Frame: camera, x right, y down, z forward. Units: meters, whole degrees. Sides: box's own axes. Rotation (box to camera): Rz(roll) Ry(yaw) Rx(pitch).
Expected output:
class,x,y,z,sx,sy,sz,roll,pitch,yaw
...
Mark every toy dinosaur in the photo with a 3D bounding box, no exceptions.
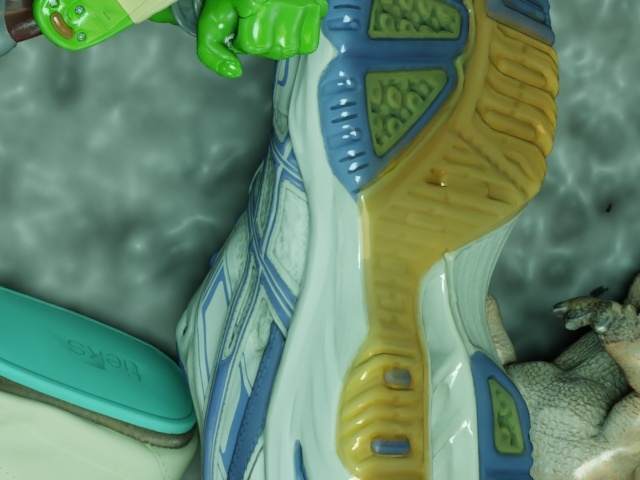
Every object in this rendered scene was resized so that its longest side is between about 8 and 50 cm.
class,x,y,z,sx,sy,sz,roll,pitch,yaw
toy dinosaur,0.125,0.084,0.749,0.295,0.127,0.200,-24,116,-16

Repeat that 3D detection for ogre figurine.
class,x,y,z,sx,sy,sz,roll,pitch,yaw
ogre figurine,-0.111,-0.089,0.591,0.197,0.118,0.097,-16,110,-17

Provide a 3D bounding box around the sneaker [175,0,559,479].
class,x,y,z,sx,sy,sz,roll,pitch,yaw
sneaker,0.000,0.000,0.655,0.112,0.131,0.296,20,68,-38

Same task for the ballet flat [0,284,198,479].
class,x,y,z,sx,sy,sz,roll,pitch,yaw
ballet flat,-0.152,0.036,0.650,0.248,0.086,0.086,34,95,-29
